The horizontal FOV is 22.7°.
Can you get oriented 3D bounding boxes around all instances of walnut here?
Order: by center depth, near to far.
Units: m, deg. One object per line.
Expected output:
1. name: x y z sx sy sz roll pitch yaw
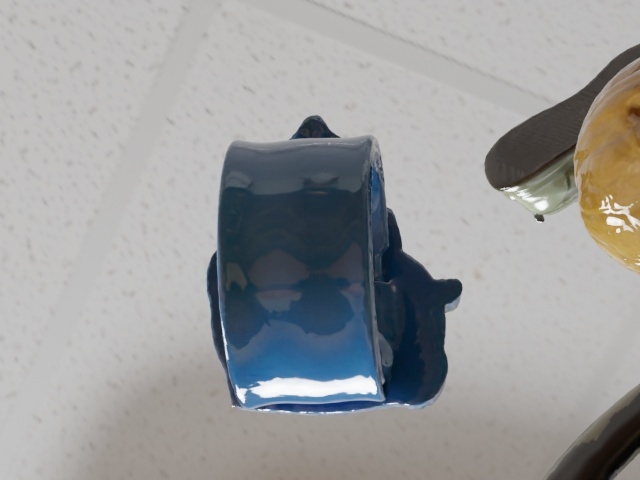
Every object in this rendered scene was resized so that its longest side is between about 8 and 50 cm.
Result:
1. walnut: 0.296 -0.064 1.180 0.225 0.193 0.193 -26 -50 26

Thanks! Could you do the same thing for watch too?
1. watch: 0.000 0.000 1.421 0.241 0.305 0.274 -5 -19 7

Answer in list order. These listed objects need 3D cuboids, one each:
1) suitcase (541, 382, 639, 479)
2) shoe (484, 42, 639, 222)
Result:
1. suitcase: 0.171 0.149 0.326 0.351 0.339 0.194 -37 -41 -7
2. shoe: 0.307 -0.118 1.668 0.274 0.103 0.098 -32 -50 14
